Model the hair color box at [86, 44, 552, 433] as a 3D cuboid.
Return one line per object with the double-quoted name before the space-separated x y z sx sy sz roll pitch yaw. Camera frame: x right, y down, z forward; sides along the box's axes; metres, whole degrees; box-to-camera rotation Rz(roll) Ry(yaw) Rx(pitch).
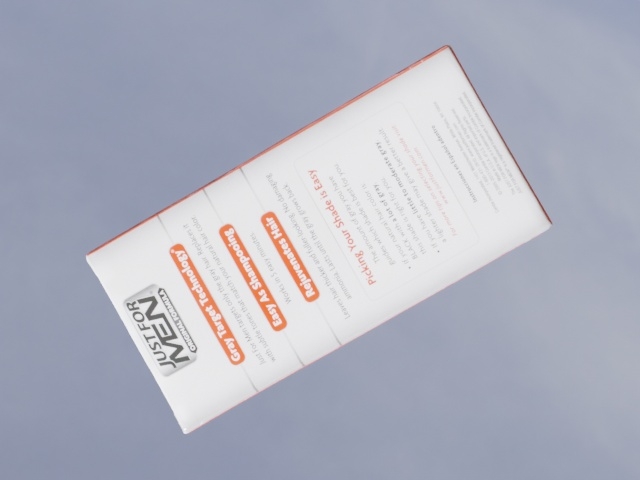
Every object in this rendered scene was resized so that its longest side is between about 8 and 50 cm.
"hair color box" 0.000 0.000 0.432 0.072 0.141 0.043 61 -176 1
